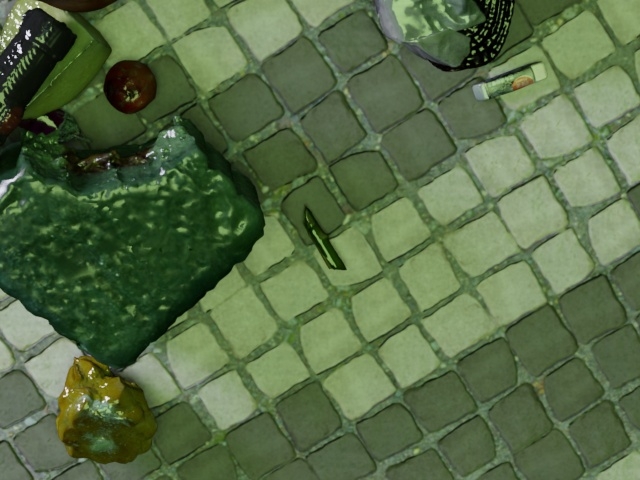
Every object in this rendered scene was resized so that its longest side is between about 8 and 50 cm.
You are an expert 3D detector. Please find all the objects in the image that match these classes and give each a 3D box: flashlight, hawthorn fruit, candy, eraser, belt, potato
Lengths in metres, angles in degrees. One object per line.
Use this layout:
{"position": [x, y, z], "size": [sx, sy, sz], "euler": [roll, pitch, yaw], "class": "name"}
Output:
{"position": [-0.387, -0.178, 1.787], "size": [0.093, 0.093, 0.232], "euler": [38, 84, -11], "class": "flashlight"}
{"position": [-0.249, -0.199, 1.889], "size": [0.077, 0.077, 0.077], "euler": [-1, 105, -2], "class": "hawthorn fruit"}
{"position": [-0.380, -0.166, 1.906], "size": [0.175, 0.045, 0.043], "euler": [28, 118, -10], "class": "candy"}
{"position": [0.252, -0.211, 1.934], "size": [0.099, 0.019, 0.027], "euler": [-20, 105, 2], "class": "eraser"}
{"position": [0.150, -0.354, 1.817], "size": [0.184, 0.164, 0.289], "euler": [-12, 105, -8], "class": "belt"}
{"position": [-0.362, -0.240, 1.880], "size": [0.149, 0.081, 0.120], "euler": [-44, 75, 5], "class": "potato"}

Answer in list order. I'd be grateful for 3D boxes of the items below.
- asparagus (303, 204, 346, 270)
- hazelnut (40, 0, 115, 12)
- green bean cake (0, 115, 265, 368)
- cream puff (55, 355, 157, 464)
{"position": [0.001, 0.000, 1.978], "size": [0.021, 0.025, 0.108], "euler": [-34, 101, -14], "class": "asparagus"}
{"position": [-0.320, -0.388, 1.776], "size": [0.229, 0.229, 0.229], "euler": [-1, 105, -2], "class": "hazelnut"}
{"position": [-0.266, -0.035, 1.867], "size": [0.308, 0.169, 0.300], "euler": [-41, 114, 11], "class": "green bean cake"}
{"position": [-0.296, 0.229, 1.989], "size": [0.146, 0.116, 0.146], "euler": [-4, 135, -4], "class": "cream puff"}
